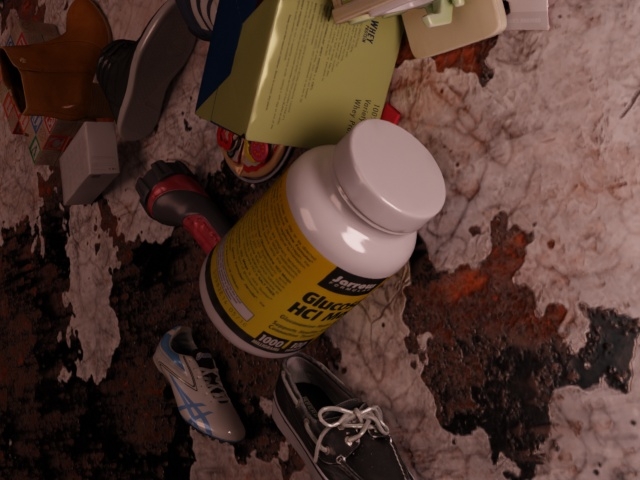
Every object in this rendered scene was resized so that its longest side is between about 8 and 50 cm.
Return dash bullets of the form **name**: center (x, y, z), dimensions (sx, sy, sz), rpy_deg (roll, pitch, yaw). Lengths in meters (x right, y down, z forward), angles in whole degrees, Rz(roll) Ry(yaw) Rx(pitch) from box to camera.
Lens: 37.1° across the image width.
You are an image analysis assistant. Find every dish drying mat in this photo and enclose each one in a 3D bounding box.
- **dish drying mat**: center (0.079, -0.139, 1.261), dimensions (0.032, 0.008, 0.083), rpy_deg (51, 126, 37)

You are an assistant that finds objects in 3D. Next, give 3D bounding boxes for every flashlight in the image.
- **flashlight**: center (-0.188, -0.008, 1.502), dimensions (0.304, 0.103, 0.103), rpy_deg (51, 125, 38)

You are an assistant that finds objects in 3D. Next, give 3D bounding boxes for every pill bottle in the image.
- **pill bottle**: center (0.000, 0.000, 1.216), dimensions (0.334, 0.188, 0.188), rpy_deg (-43, 58, 41)

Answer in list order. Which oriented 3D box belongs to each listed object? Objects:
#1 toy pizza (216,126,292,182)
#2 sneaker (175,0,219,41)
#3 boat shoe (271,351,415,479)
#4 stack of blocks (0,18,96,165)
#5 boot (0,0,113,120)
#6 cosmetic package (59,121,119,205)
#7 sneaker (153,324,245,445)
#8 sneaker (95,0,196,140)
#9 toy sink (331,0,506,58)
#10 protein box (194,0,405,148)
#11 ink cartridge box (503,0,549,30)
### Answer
- **toy pizza**: center (-0.105, -0.189, 1.459), dimensions (0.201, 0.032, 0.201), rpy_deg (0, 90, 50)
- **sneaker**: center (-0.128, -0.332, 1.433), dimensions (0.350, 0.131, 0.148), rpy_deg (58, 146, 30)
- **boat shoe**: center (0.036, 0.250, 1.232), dimensions (0.306, 0.113, 0.105), rpy_deg (47, 139, 50)
- **stack of blocks**: center (-0.575, -0.290, 1.969), dimensions (0.171, 0.087, 0.297), rpy_deg (-52, 53, 36)
- **boot**: center (-0.499, -0.353, 1.786), dimensions (0.104, 0.211, 0.295), rpy_deg (-42, 59, 40)
- **cosmetic package**: center (-0.434, -0.141, 1.787), dimensions (0.239, 0.060, 0.099), rpy_deg (-24, 73, 62)
- **sneaker**: center (-0.191, 0.229, 1.523), dimensions (0.237, 0.085, 0.086), rpy_deg (47, 117, 35)
- **sneaker**: center (-0.312, -0.327, 1.645), dimensions (0.147, 0.104, 0.295), rpy_deg (55, 133, 27)
- **toy sink**: center (0.092, -0.327, 1.102), dimensions (0.153, 0.131, 0.234), rpy_deg (-6, 102, 53)
- **protein box**: center (-0.025, -0.229, 1.230), dimensions (0.136, 0.201, 0.200), rpy_deg (31, 111, 48)
- **ink cartridge box**: center (0.201, -0.359, 1.103), dimensions (0.181, 0.056, 0.224), rpy_deg (14, 119, 49)
